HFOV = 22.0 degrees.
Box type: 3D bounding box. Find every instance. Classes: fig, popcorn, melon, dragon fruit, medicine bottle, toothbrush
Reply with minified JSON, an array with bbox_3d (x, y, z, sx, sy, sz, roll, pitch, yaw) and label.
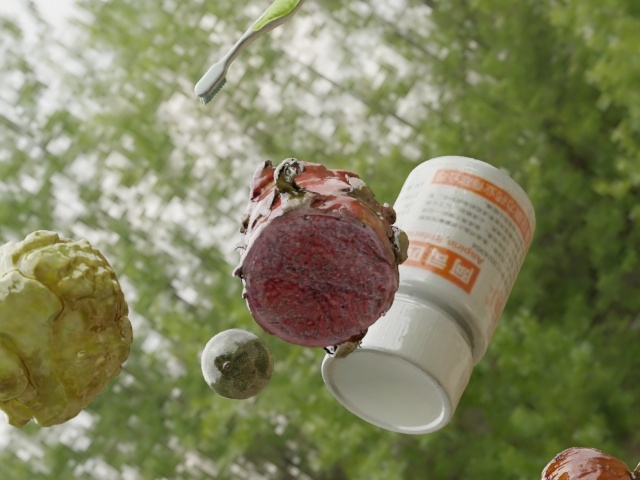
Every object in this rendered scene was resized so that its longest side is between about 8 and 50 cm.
[{"bbox_3d":[0.341,0.307,2.059,0.150,0.128,0.128,-51,-10,-21],"label":"fig"},{"bbox_3d":[-0.339,0.107,1.994,0.255,0.195,0.256,-3,-52,-34],"label":"popcorn"},{"bbox_3d":[-0.111,0.167,2.225,0.098,0.098,0.131,-58,-13,5],"label":"melon"},{"bbox_3d":[0.000,0.000,2.003,0.147,0.211,0.282,-90,-13,-61],"label":"dragon fruit"},{"bbox_3d":[0.156,0.074,2.329,0.371,0.211,0.211,-62,-3,-37],"label":"medicine bottle"},{"bbox_3d":[-0.027,-0.219,1.478,0.263,0.022,0.026,-50,-22,-19],"label":"toothbrush"}]
